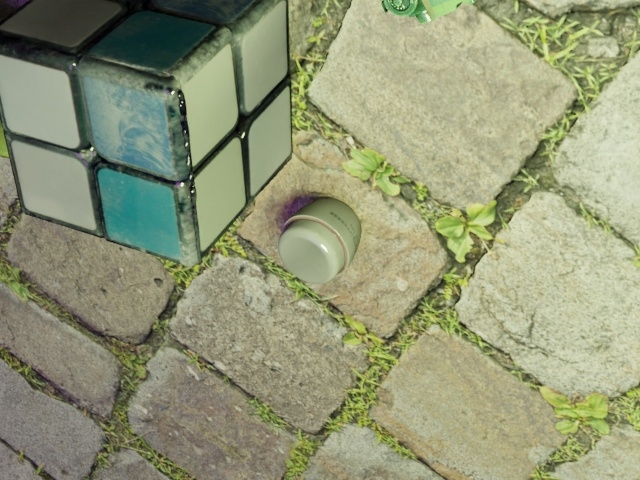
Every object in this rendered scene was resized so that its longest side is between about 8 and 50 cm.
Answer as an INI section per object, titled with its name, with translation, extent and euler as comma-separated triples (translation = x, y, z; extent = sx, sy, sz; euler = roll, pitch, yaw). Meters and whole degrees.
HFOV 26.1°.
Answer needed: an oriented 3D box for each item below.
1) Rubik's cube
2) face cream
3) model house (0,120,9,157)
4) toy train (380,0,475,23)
[Rubik's cube]
translation = -0.239, -0.200, 1.946
extent = 0.318, 0.313, 0.316
euler = 18, 134, 21
[face cream]
translation = 0.000, 0.000, 2.100
extent = 0.117, 0.104, 0.117
euler = 19, 133, 21
[model house]
translation = -0.536, -0.266, 2.215
extent = 0.189, 0.214, 0.195
euler = -46, 49, 31
[toy train]
translation = 0.115, -0.371, 1.720
extent = 0.132, 0.083, 0.200
euler = -16, 114, 39
